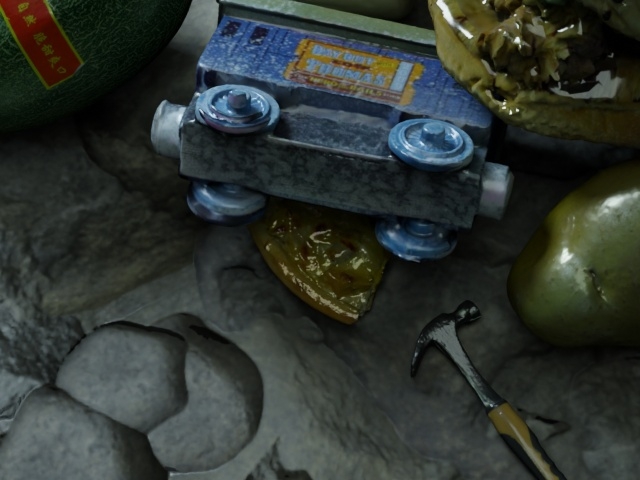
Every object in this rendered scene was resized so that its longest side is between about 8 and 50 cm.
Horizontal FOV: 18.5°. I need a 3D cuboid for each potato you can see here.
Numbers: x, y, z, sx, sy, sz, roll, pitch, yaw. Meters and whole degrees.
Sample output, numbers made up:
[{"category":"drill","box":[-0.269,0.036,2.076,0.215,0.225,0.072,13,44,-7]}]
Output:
[{"category":"potato","box":[0.248,0.022,1.590,0.194,0.157,0.157,-27,68,3]}]

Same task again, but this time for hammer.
[{"category":"hammer","box":[0.146,0.145,1.607,0.078,0.021,0.201,-32,69,-10]}]

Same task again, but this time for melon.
[{"category":"melon","box":[-0.224,-0.202,1.675,0.288,0.182,0.182,-31,69,3]}]

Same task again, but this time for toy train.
[{"category":"toy train","box":[0.019,-0.093,1.635,0.300,0.131,0.202,13,39,7]}]

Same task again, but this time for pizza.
[{"category":"pizza","box":[0.000,0.000,1.666,0.099,0.036,0.160,-35,70,-12]}]

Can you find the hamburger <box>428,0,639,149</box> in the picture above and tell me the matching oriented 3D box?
[{"category":"hamburger","box":[0.226,-0.217,1.587,0.277,0.195,0.318,-5,48,-34]}]

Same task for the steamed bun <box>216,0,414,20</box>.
[{"category":"steamed bun","box":[-0.009,-0.300,1.720,0.225,0.200,0.170,6,28,7]}]
